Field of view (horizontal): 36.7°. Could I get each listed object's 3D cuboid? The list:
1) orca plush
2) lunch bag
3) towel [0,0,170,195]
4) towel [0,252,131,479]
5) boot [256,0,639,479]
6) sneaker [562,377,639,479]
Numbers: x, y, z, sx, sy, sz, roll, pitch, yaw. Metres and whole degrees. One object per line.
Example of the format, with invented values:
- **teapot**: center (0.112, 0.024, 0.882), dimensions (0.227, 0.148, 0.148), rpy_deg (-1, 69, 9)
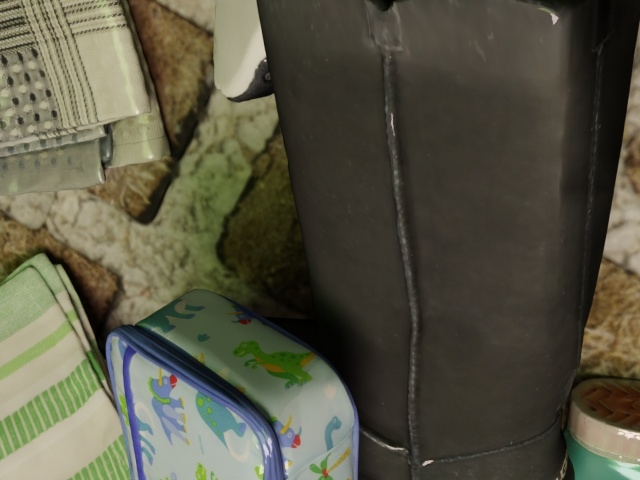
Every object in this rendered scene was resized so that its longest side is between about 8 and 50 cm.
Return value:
- **orca plush**: center (-0.006, -0.240, 0.697), dimensions (0.151, 0.102, 0.287), rpy_deg (25, 114, 56)
- **lunch bag**: center (-0.061, 0.152, 0.648), dimensions (0.176, 0.090, 0.219), rpy_deg (28, 132, 38)
- **towel**: center (-0.301, -0.186, 0.803), dimensions (0.312, 0.056, 0.324), rpy_deg (-8, 110, 19)
- **towel**: center (-0.268, 0.192, 0.812), dimensions (0.248, 0.038, 0.325), rpy_deg (-34, 61, -3)
- **boot**: center (0.002, 0.000, 0.641), dimensions (0.367, 0.146, 0.445), rpy_deg (12, 137, 22)
- **sneaker**: center (0.338, 0.199, 0.750), dimensions (0.302, 0.108, 0.121), rpy_deg (12, 116, 20)
